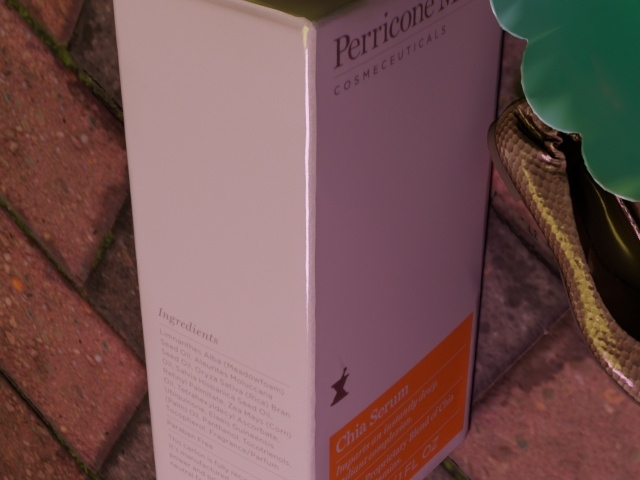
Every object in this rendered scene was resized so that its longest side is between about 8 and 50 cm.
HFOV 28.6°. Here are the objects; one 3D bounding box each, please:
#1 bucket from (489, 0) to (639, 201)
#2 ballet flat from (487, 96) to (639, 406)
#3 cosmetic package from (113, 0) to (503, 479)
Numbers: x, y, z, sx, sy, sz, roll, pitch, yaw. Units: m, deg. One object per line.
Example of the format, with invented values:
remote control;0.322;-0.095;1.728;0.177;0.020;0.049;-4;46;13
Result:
bucket;0.243;-0.155;0.622;0.281;0.183;0.281;23;130;31
ballet flat;0.198;0.011;0.848;0.058;0.084;0.250;-33;85;49
cosmetic package;0.000;0.000;0.910;0.161;0.230;0.453;22;129;31
